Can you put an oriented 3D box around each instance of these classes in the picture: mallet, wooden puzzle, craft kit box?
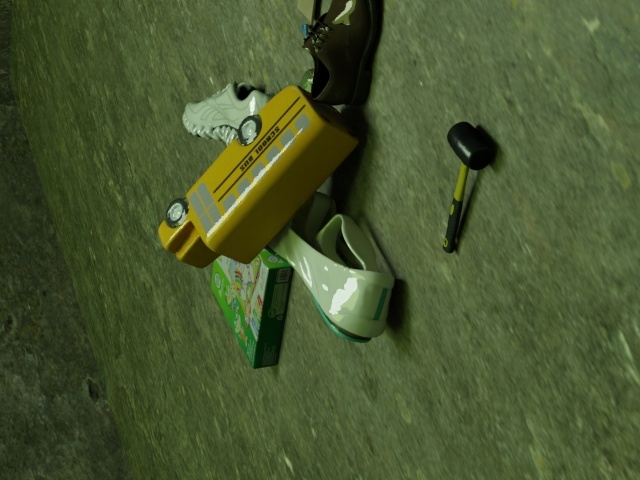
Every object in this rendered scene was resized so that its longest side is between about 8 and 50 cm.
[{"bbox_3d":[0.173,-0.066,1.508,0.190,0.039,0.062,101,150,-47],"label":"mallet"},{"bbox_3d":[-0.018,-0.385,1.866,0.078,0.014,0.116,-115,28,-44],"label":"wooden puzzle"},{"bbox_3d":[-0.134,0.069,2.242,0.247,0.061,0.250,-120,31,-46],"label":"craft kit box"}]

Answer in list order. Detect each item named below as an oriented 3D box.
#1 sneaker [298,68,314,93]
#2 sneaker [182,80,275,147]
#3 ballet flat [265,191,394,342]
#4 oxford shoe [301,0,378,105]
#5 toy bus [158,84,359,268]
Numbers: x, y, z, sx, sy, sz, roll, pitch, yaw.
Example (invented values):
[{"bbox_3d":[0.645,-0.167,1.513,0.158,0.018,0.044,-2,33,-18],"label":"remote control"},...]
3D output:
[{"bbox_3d":[-0.041,-0.179,1.893,0.064,0.086,0.192,-129,38,-50],"label":"sneaker"},{"bbox_3d":[-0.157,-0.231,2.145,0.292,0.110,0.118,23,111,54],"label":"sneaker"},{"bbox_3d":[0.000,0.000,1.842,0.400,0.139,0.139,48,140,46],"label":"ballet flat"},{"bbox_3d":[0.025,-0.295,1.691,0.083,0.096,0.227,-131,41,-54],"label":"oxford shoe"},{"bbox_3d":[-0.099,-0.081,1.815,0.333,0.108,0.130,-47,49,17],"label":"toy bus"}]
